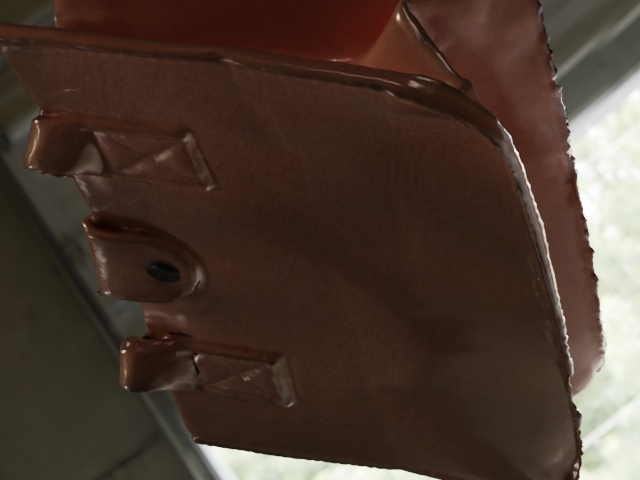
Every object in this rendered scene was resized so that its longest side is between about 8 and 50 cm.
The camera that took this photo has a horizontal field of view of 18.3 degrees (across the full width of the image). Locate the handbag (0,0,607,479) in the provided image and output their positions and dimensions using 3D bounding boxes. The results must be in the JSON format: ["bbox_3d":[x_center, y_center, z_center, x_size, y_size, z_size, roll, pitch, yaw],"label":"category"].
[{"bbox_3d":[0.000,0.000,0.603,0.212,0.157,0.059,71,-150,-50],"label":"handbag"}]
